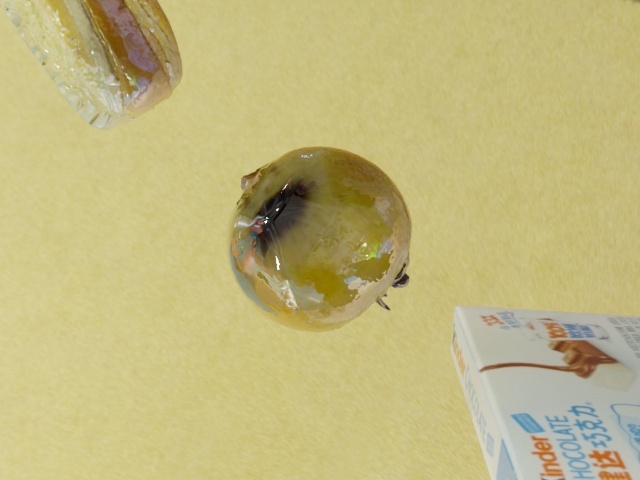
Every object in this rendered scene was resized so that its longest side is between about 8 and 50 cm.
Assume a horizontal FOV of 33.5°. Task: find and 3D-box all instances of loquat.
[{"bbox_3d":[0.000,0.000,0.852,0.163,0.137,0.163,1,84,-8],"label":"loquat"}]

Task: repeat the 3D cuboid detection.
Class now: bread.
[{"bbox_3d":[-0.247,-0.241,1.142,0.106,0.140,0.236,-23,106,43],"label":"bread"}]

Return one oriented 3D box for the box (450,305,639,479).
[{"bbox_3d":[0.232,0.118,0.691,0.265,0.273,0.048,4,109,-2],"label":"box"}]
